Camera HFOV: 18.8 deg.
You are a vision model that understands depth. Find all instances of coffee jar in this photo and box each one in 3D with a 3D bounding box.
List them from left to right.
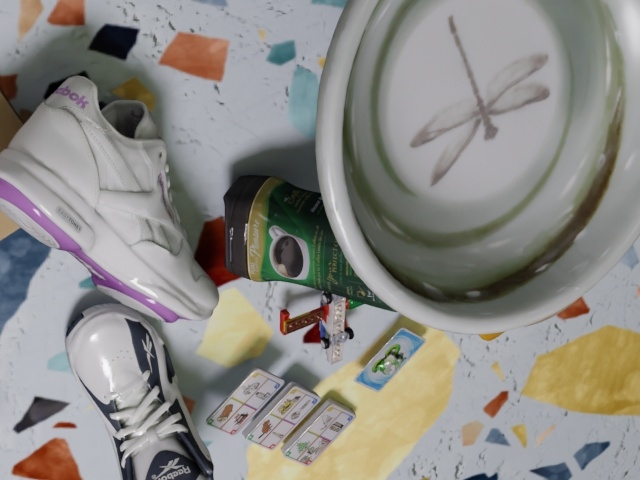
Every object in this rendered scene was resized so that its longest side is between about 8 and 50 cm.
[{"bbox_3d":[0.000,0.000,1.758,0.184,0.079,0.096,12,123,17],"label":"coffee jar"}]

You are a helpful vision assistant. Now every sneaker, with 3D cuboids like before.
[{"bbox_3d":[-0.159,-0.028,1.692,0.152,0.114,0.305,-60,143,-13],"label":"sneaker"},{"bbox_3d":[-0.158,0.177,1.805,0.094,0.153,0.235,-22,129,-14],"label":"sneaker"}]

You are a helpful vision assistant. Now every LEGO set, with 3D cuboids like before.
[{"bbox_3d":[0.008,0.106,1.925,0.244,0.060,0.182,-47,141,11],"label":"LEGO set"}]

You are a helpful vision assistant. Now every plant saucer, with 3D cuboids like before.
[{"bbox_3d":[0.144,-0.122,1.667,0.400,0.100,0.400,-12,111,-32],"label":"plant saucer"}]

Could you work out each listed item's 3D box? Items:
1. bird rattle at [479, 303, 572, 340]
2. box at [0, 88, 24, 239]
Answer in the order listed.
[{"bbox_3d":[0.189,-0.015,1.828,0.253,0.207,0.143,-26,148,3],"label":"bird rattle"},{"bbox_3d":[-0.329,-0.068,1.643,0.164,0.021,0.201,-32,129,-3],"label":"box"}]
